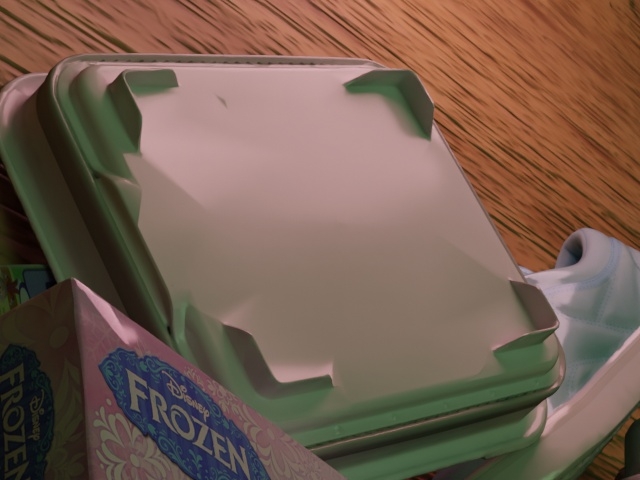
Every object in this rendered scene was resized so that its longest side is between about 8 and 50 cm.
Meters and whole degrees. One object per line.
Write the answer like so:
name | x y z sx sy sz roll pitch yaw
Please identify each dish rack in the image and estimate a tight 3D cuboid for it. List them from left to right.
dish rack | 0.000 0.000 0.894 0.333 0.072 0.285 -7 62 -46

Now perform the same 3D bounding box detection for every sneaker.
sneaker | 0.138 0.100 1.096 0.150 0.135 0.366 40 37 14

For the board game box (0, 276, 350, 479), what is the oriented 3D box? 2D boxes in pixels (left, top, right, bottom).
board game box | -0.013 0.219 0.627 0.318 0.066 0.318 42 26 -45

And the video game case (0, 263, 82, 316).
video game case | -0.099 0.114 0.819 0.193 0.023 0.212 0 72 -54

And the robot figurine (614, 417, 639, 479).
robot figurine | 0.264 0.293 1.053 0.300 0.199 0.353 81 12 -53
